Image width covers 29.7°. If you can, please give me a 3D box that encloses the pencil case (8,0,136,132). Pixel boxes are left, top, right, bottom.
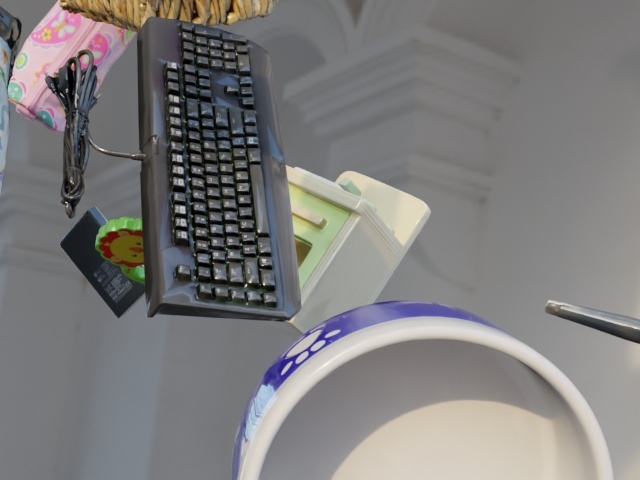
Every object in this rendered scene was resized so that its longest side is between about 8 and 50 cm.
[{"bbox_3d":[-0.330,-0.291,1.694,0.124,0.284,0.124,37,15,-12],"label":"pencil case"}]

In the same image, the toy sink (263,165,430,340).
[{"bbox_3d":[0.000,0.000,1.483,0.152,0.234,0.131,27,-13,38],"label":"toy sink"}]

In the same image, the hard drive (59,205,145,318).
[{"bbox_3d":[-0.293,0.031,1.649,0.094,0.135,0.022,-41,-3,42],"label":"hard drive"}]

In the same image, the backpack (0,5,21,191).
[{"bbox_3d":[-0.498,-0.103,1.403,0.290,0.356,0.273,-16,-19,18],"label":"backpack"}]

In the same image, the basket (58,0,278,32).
[{"bbox_3d":[-0.168,-0.392,1.313,0.213,0.299,0.223,-20,26,-31],"label":"basket"}]

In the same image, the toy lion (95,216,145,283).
[{"bbox_3d":[-0.173,0.012,1.184,0.096,0.034,0.100,7,-34,-9],"label":"toy lion"}]

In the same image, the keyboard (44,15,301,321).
[{"bbox_3d":[-0.124,-0.072,0.984,0.201,0.317,0.033,4,-40,-16],"label":"keyboard"}]

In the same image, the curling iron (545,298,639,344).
[{"bbox_3d":[0.393,0.126,1.410,0.274,0.068,0.035,22,13,15],"label":"curling iron"}]

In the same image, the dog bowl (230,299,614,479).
[{"bbox_3d":[0.068,0.179,0.868,0.264,0.265,0.104,9,7,-10],"label":"dog bowl"}]
